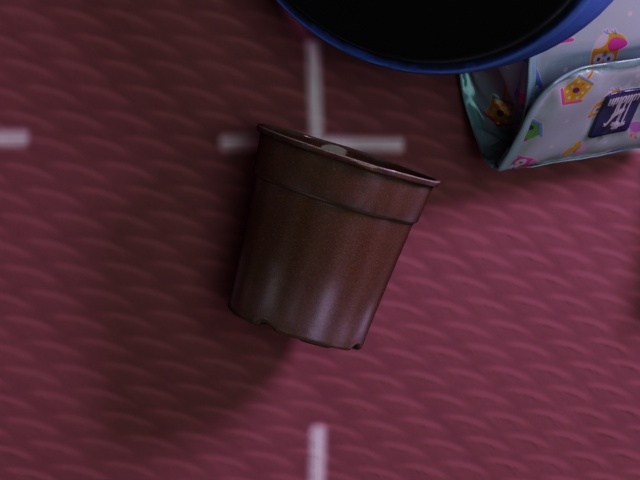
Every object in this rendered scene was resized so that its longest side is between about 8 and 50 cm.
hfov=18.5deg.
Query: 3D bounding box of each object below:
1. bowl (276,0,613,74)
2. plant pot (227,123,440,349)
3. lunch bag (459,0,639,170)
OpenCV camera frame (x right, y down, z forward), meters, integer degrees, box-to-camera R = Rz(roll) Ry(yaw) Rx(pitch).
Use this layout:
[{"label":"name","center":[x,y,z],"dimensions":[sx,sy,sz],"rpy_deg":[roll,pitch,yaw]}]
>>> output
[{"label":"bowl","center":[0.088,-0.318,1.618],"dimensions":[0.391,0.391,0.077],"rpy_deg":[66,31,-13]},{"label":"plant pot","center":[0.000,0.000,1.712],"dimensions":[0.167,0.167,0.165],"rpy_deg":[16,95,-22]},{"label":"lunch bag","center":[0.247,-0.197,1.793],"dimensions":[0.223,0.160,0.262],"rpy_deg":[-12,110,-25]}]
